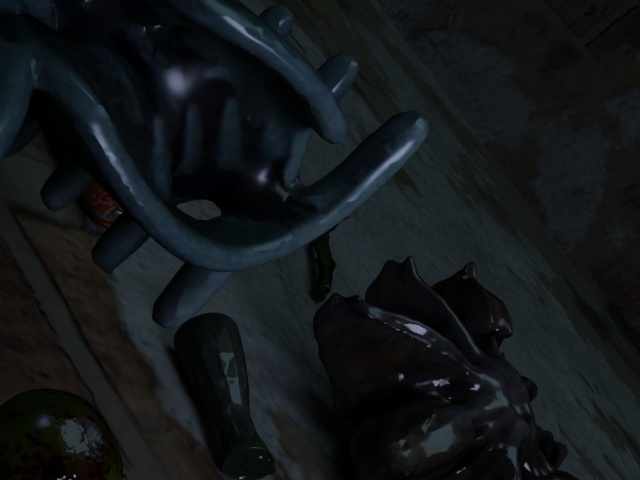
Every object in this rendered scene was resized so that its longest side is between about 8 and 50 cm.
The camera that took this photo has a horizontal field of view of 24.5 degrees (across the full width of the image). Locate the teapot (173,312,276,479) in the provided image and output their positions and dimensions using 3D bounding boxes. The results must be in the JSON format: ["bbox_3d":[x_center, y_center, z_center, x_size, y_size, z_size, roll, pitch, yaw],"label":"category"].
[{"bbox_3d":[-0.057,0.097,0.909,0.043,0.043,0.110,36,22,-45],"label":"teapot"}]

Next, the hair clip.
[{"bbox_3d":[-0.130,-0.121,0.749,0.318,0.392,0.238,40,-4,35],"label":"hair clip"}]

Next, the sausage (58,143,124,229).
[{"bbox_3d":[-0.182,-0.125,1.058,0.053,0.053,0.348,34,21,-48],"label":"sausage"}]

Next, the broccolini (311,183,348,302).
[{"bbox_3d":[-0.001,-0.001,1.362,0.042,0.044,0.218,62,15,-19],"label":"broccolini"}]

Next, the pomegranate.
[{"bbox_3d":[-0.126,0.095,0.635,0.084,0.073,0.073,42,17,-33],"label":"pomegranate"}]

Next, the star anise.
[{"bbox_3d":[0.096,0.161,1.090,0.316,0.139,0.359,35,35,-24],"label":"star anise"}]
